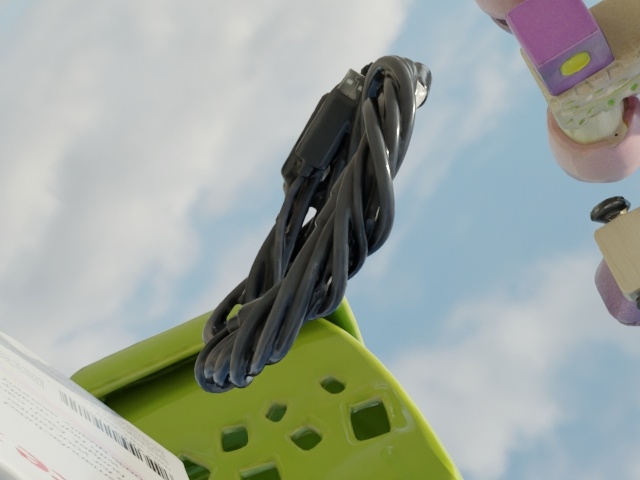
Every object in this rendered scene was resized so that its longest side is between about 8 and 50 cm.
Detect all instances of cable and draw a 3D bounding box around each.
[{"bbox_3d":[0.000,0.000,0.896,0.184,0.047,0.150,-58,-167,12],"label":"cable"}]

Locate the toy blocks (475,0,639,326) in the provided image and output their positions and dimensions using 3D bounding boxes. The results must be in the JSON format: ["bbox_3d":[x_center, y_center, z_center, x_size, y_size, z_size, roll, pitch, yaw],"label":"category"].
[{"bbox_3d":[0.261,-0.107,1.155,0.288,0.260,0.309,-26,-116,8],"label":"toy blocks"}]

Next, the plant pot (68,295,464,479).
[{"bbox_3d":[-0.032,0.165,1.245,0.227,0.228,0.207,-24,-124,-3],"label":"plant pot"}]

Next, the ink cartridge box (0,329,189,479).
[{"bbox_3d":[-0.147,0.098,0.710,0.117,0.201,0.278,-53,-169,-1],"label":"ink cartridge box"}]
